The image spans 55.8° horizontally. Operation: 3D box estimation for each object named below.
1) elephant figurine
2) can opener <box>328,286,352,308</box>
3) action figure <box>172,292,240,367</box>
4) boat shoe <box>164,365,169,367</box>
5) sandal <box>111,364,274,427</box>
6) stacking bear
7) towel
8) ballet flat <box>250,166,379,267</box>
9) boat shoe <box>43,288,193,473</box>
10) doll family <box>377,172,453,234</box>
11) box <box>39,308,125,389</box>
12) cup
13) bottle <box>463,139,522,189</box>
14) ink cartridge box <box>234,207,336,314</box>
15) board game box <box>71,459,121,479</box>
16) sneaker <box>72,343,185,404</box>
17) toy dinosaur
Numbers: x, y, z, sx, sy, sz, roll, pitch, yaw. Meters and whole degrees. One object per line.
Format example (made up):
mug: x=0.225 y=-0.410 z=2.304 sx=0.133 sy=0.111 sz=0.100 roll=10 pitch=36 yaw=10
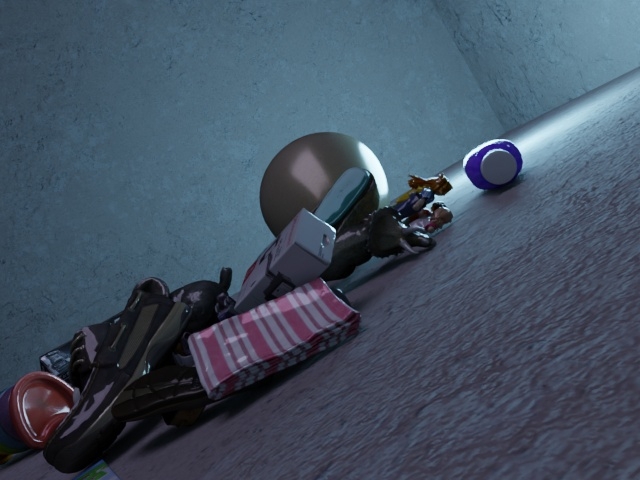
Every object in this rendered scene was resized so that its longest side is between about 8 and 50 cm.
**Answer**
elephant figurine: x=-0.308 y=0.154 z=1.175 sx=0.240 sy=0.169 sz=0.186 roll=0 pitch=13 yaw=16
can opener: x=-0.024 y=0.081 z=0.941 sx=0.076 sy=0.095 sz=0.283 roll=-31 pitch=2 yaw=-9
action figure: x=-0.146 y=0.151 z=0.991 sx=0.185 sy=0.099 sz=0.285 roll=-24 pitch=7 yaw=8
boat shoe: x=-0.353 y=0.290 z=1.171 sx=0.152 sy=0.056 sz=0.049 roll=-21 pitch=-5 yaw=-13
sandal: x=-0.154 y=0.191 z=0.741 sx=0.220 sy=0.060 sz=0.090 roll=-16 pitch=18 yaw=6
stacking bear: x=-0.732 y=0.442 z=1.436 sx=0.289 sy=0.164 sz=0.175 roll=-34 pitch=0 yaw=25
towel: x=-0.062 y=0.109 z=0.736 sx=0.197 sy=0.029 sz=0.144 roll=-23 pitch=23 yaw=-15
ballet flat: x=0.000 y=0.000 z=1.232 sx=0.348 sy=0.123 sz=0.123 roll=-47 pitch=7 yaw=-15
boat shoe: x=-0.322 y=0.196 z=0.923 sx=0.132 sy=0.130 sz=0.355 roll=-60 pitch=3 yaw=27
doll family: x=0.194 y=-0.073 z=1.236 sx=0.163 sy=0.118 sz=0.263 roll=-31 pitch=3 yaw=11
box: x=-0.584 y=0.325 z=1.629 sx=0.307 sy=0.076 sz=0.242 roll=-33 pitch=-27 yaw=-39
cup: x=0.030 y=-0.069 z=1.450 sx=0.331 sy=0.331 sz=0.237 roll=-30 pitch=27 yaw=3
bottle: x=0.369 y=-0.162 z=1.292 sx=0.118 sy=0.092 sz=0.283 roll=-28 pitch=3 yaw=15
ink cartridge box: x=-0.051 y=0.040 z=0.880 sx=0.150 sy=0.063 sz=0.109 roll=-48 pitch=15 yaw=26
board game box: x=-0.233 y=0.256 z=0.500 sx=0.160 sy=0.039 sz=0.211 roll=-31 pitch=3 yaw=-28
sneaker: x=-0.407 y=0.281 z=1.276 sx=0.290 sy=0.105 sz=0.123 roll=-29 pitch=0 yaw=1
toy dinosaur: x=0.053 y=0.018 z=1.091 sx=0.314 sy=0.121 sz=0.160 roll=-25 pitch=-9 yaw=21
